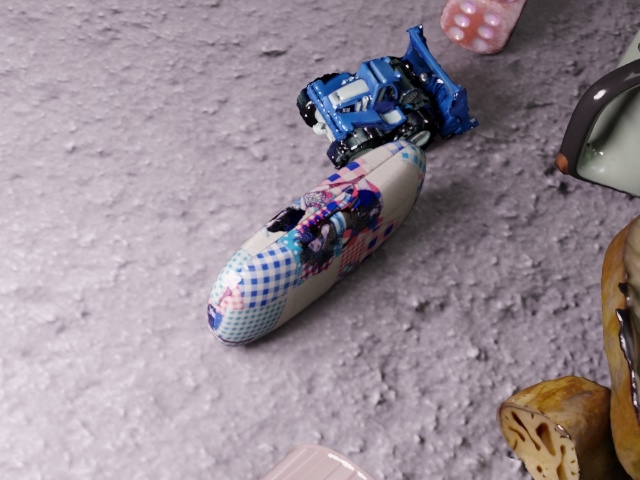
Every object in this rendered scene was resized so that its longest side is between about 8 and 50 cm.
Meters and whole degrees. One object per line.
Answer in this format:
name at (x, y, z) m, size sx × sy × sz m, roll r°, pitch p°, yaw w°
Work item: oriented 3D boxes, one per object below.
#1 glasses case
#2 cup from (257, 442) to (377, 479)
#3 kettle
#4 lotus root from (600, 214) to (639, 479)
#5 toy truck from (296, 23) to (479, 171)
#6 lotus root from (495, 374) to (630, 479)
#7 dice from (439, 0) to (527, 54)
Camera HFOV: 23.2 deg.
glasses case at (0.000, 0.000, 1.683) m, size 0.076 × 0.125 × 0.327 m, roll 37°, pitch 53°, yaw 22°
cup at (-0.036, 0.367, 1.388) m, size 0.273 × 0.288 × 0.208 m, roll -35°, pitch 34°, yaw -32°
kettle at (0.397, -0.166, 1.835) m, size 0.240 × 0.255 × 0.165 m, roll -11°, pitch 62°, yaw -26°
lotus root at (0.455, 0.119, 1.650) m, size 0.390 × 0.111 × 0.375 m, roll -38°, pitch 83°, yaw -28°
toy truck at (0.087, -0.170, 1.831) m, size 0.208 × 0.126 × 0.113 m, roll -19°, pitch 62°, yaw -28°
lotus root at (0.270, 0.205, 1.637) m, size 0.159 × 0.095 × 0.135 m, roll 46°, pitch 52°, yaw 11°
dice at (0.211, -0.299, 1.980) m, size 0.094 × 0.093 × 0.091 m, roll 27°, pitch 52°, yaw 5°
